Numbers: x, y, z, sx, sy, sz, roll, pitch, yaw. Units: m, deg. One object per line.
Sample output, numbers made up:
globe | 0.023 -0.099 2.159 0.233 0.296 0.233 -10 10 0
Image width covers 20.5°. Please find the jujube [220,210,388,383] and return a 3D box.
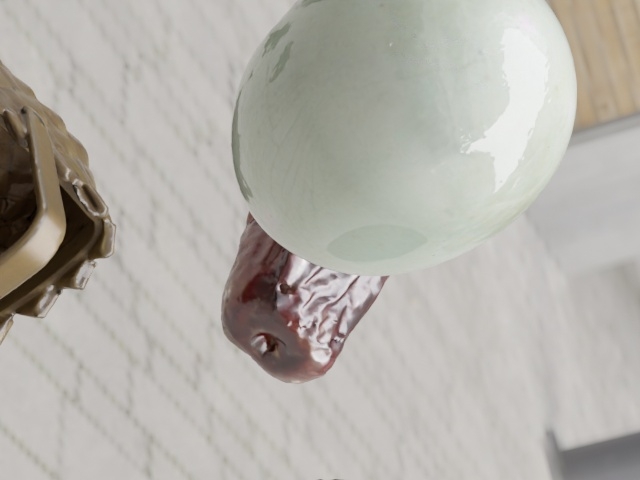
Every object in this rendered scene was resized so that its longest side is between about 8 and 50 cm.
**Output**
jujube | 0.000 0.000 1.921 0.216 0.216 0.342 61 36 -38

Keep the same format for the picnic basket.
picnic basket | -0.337 -0.022 1.572 0.291 0.254 0.321 46 15 -35

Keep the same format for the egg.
egg | 0.034 -0.059 0.870 0.151 0.209 0.151 13 66 -30

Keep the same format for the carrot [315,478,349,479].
carrot | 0.026 0.263 0.995 0.159 0.159 0.225 -84 154 -53
